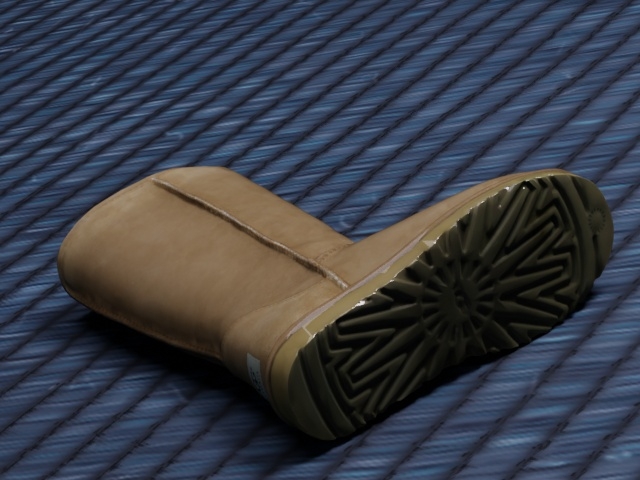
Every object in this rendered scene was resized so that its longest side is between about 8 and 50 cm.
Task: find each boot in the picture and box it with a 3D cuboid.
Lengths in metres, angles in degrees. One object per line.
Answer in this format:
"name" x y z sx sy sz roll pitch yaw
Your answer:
"boot" 0.000 0.000 1.150 0.236 0.089 0.269 -26 26 -23
